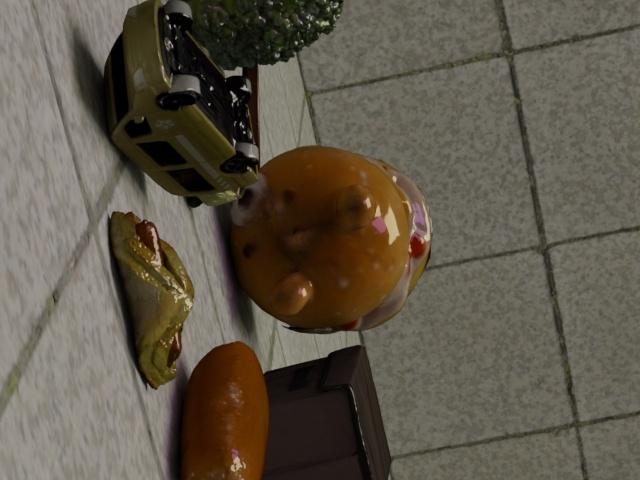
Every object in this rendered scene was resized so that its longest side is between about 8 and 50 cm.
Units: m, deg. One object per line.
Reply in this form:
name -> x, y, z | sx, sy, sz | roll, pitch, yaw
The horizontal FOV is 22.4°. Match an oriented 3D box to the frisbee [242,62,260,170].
frisbee -> -0.102, -0.178, 2.375 | 0.251, 0.021, 0.251 | 180, -90, -84

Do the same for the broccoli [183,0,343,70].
broccoli -> -0.093, -0.361, 2.158 | 0.248, 0.288, 0.246 | -15, 68, -45

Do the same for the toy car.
toy car -> -0.145, -0.130, 1.554 | 0.257, 0.124, 0.101 | 48, 30, -62

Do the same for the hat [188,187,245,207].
hat -> -0.133, -0.076, 1.907 | 0.076, 0.059, 0.077 | 4, 60, -50

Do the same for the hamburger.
hamburger -> 0.000, 0.000, 2.155 | 0.237, 0.276, 0.277 | -2, 81, -73

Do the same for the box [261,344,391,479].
box -> -0.002, 0.259, 2.106 | 0.252, 0.153, 0.188 | -69, 146, -80

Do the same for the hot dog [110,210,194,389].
hot dog -> -0.145, 0.052, 1.464 | 0.078, 0.061, 0.169 | -71, 149, -77

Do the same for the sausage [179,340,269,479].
sausage -> -0.094, 0.183, 1.596 | 0.238, 0.098, 0.098 | -88, 166, -61
